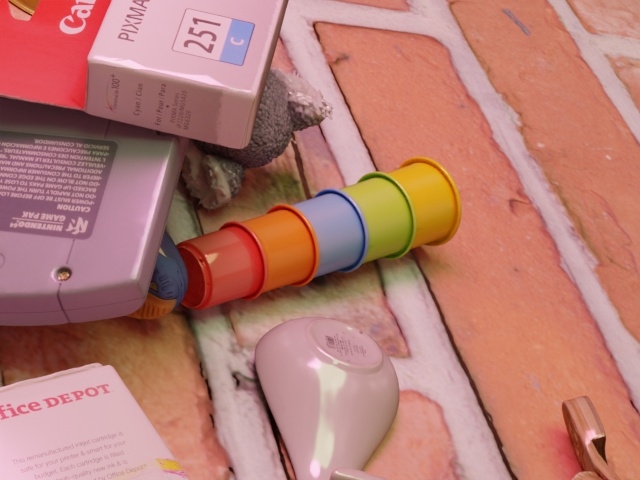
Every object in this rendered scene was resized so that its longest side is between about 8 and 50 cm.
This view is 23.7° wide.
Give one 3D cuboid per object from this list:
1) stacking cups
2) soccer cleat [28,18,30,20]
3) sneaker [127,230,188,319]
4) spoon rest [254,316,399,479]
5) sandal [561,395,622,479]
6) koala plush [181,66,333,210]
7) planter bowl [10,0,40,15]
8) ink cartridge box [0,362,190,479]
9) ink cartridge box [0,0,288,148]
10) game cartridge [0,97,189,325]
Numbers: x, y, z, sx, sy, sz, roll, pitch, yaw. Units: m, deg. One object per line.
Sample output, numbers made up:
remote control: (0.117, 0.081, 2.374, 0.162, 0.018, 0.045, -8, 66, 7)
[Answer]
stacking cups: (0.000, 0.000, 1.447, 0.316, 0.096, 0.096, -20, 56, -42)
soccer cleat: (-0.316, -0.156, 1.338, 0.248, 0.083, 0.095, 16, 74, -21)
sneaker: (-0.205, -0.053, 1.373, 0.296, 0.112, 0.131, 42, 39, 20)
spoon rest: (0.011, 0.152, 1.295, 0.137, 0.084, 0.276, 18, 24, -12)
sandal: (0.231, 0.235, 1.329, 0.079, 0.088, 0.240, -16, 37, -1)
koala plush: (-0.109, -0.156, 1.507, 0.196, 0.203, 0.221, -43, 81, -15)
planter bowl: (-0.261, -0.327, 1.690, 0.217, 0.090, 0.217, 15, 39, -13)
ink cartridge box: (-0.175, 0.204, 1.096, 0.154, 0.093, 0.212, -12, 52, -40)
ink cartridge box: (-0.160, -0.218, 1.316, 0.261, 0.066, 0.296, 12, 44, 0)
game cartridge: (-0.270, -0.027, 1.243, 0.297, 0.062, 0.198, 6, 61, 9)
